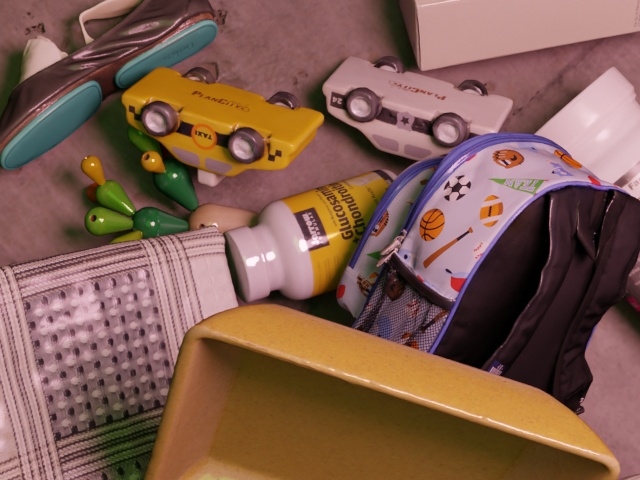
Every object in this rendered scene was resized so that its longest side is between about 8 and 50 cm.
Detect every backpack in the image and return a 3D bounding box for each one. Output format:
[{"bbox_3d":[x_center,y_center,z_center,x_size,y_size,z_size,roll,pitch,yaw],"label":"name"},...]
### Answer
[{"bbox_3d":[0.165,0.031,1.197,0.213,0.276,0.263,47,117,33],"label":"backpack"}]

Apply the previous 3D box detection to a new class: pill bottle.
[{"bbox_3d":[0.000,0.000,1.286,0.184,0.103,0.103,-18,83,-18],"label":"pill bottle"},{"bbox_3d":[0.339,-0.030,1.306,0.162,0.162,0.278,-40,86,-9],"label":"pill bottle"}]

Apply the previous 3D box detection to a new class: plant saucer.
[{"bbox_3d":[0.033,0.177,1.062,0.332,0.333,0.081,18,52,-3],"label":"plant saucer"}]

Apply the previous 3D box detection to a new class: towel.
[{"bbox_3d":[-0.190,0.167,1.175,0.312,0.056,0.324,-12,92,-35],"label":"towel"}]

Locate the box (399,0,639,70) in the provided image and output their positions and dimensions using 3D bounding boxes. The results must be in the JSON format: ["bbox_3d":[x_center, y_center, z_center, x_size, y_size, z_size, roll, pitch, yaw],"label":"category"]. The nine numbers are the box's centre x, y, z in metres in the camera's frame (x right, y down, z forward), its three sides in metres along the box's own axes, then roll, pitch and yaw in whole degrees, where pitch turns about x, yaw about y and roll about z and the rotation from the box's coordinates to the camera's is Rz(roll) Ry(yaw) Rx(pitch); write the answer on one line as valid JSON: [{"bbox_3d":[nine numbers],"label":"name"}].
[{"bbox_3d":[0.223,-0.267,1.334,0.275,0.094,0.113,-11,52,-2],"label":"box"}]

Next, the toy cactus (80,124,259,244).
[{"bbox_3d":[-0.153,-0.008,1.303,0.180,0.112,0.219,1,78,-24],"label":"toy cactus"}]

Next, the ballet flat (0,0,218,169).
[{"bbox_3d":[-0.237,-0.179,1.318,0.280,0.095,0.096,-35,76,-19],"label":"ballet flat"}]

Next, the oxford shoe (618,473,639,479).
[{"bbox_3d":[0.222,0.394,1.186,0.449,0.130,0.169,-40,125,-31],"label":"oxford shoe"}]

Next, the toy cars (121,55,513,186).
[{"bbox_3d":[0.000,-0.112,1.299,0.393,0.176,0.087,-6,126,-19],"label":"toy cars"}]
